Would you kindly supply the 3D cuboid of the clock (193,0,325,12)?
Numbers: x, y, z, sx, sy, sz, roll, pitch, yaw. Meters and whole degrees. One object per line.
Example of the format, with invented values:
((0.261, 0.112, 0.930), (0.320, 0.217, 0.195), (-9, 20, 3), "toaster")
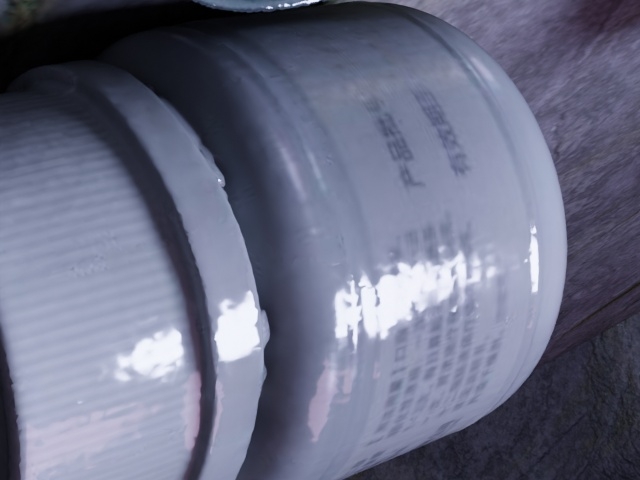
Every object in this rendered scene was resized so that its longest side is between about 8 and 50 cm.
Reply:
((0.021, -0.175, 0.525), (0.215, 0.042, 0.215), (-24, 165, -7), "clock")

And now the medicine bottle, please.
((-0.057, 0.014, 0.634), (0.306, 0.245, 0.245), (-14, 161, -36), "medicine bottle")
